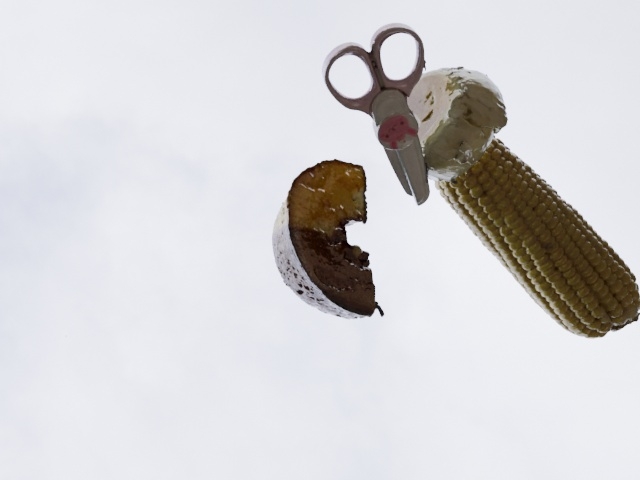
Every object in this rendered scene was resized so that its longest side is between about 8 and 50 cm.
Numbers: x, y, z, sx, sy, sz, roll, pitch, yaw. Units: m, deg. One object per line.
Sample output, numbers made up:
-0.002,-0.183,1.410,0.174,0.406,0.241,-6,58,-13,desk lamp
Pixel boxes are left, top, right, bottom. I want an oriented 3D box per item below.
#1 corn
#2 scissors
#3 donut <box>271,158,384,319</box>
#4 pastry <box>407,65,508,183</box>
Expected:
0.318,-0.002,1.311,0.387,0.144,0.144,42,-105,-13,corn
0.086,-0.137,1.058,0.118,0.030,0.242,-22,-51,1,scissors
0.001,-0.002,1.171,0.141,0.085,0.217,15,-120,-27,donut
0.159,-0.150,1.155,0.088,0.166,0.166,26,-103,-35,pastry
